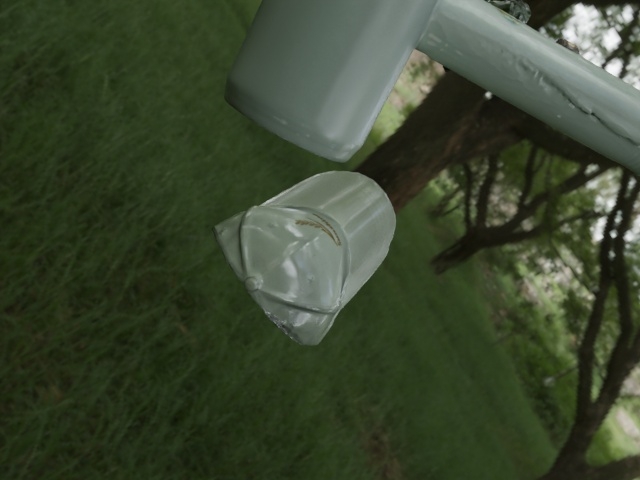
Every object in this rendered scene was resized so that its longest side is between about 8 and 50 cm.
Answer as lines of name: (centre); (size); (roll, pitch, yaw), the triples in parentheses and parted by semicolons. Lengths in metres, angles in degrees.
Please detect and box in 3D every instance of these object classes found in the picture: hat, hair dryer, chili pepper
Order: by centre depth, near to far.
hair dryer: (0.085, -0.073, 0.400); (0.236, 0.131, 0.073); (23, 13, -19)
hat: (-0.005, 0.004, 1.377); (0.258, 0.301, 0.168); (51, -16, 3)
chili pepper: (0.290, -0.368, 1.511); (0.264, 0.148, 0.116); (-43, 128, -64)
